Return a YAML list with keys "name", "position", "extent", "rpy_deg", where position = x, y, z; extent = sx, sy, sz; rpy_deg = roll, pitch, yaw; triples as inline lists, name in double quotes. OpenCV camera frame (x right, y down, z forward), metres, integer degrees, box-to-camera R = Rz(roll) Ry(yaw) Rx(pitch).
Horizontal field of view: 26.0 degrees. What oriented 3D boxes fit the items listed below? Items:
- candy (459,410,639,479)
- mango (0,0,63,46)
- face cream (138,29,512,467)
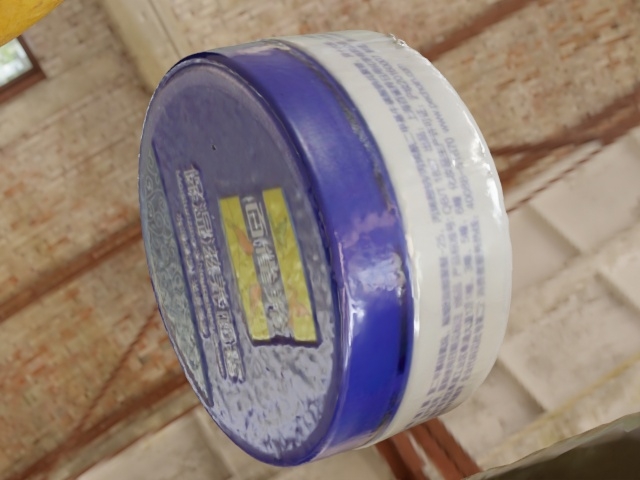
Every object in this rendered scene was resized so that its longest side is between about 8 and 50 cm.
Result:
- name: "candy"
  position: [0.116, 0.152, 0.617]
  extent: [0.234, 0.104, 0.102]
  rpy_deg: [-35, -159, 40]
- name: "mango"
  position: [-0.206, -0.245, 0.865]
  extent: [0.199, 0.201, 0.350]
  rpy_deg: [-35, -148, 48]
- name: "face cream"
  position: [0.000, 0.000, 0.686]
  extent: [0.111, 0.205, 0.206]
  rpy_deg: [-16, -152, -28]
